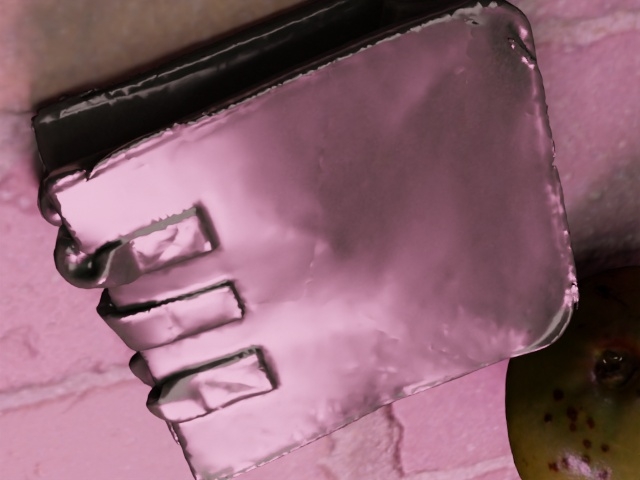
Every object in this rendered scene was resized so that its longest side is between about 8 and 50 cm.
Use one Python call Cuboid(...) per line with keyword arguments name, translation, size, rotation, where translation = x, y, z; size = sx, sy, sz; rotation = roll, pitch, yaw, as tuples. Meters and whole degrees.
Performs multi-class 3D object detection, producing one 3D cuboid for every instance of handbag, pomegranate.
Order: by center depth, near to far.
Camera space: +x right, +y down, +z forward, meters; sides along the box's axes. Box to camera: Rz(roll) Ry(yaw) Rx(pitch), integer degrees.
Cuboid(name="handbag", translation=(0.000, -0.001, 0.658), size=(0.260, 0.079, 0.248), rotation=(-23, 131, -7))
Cuboid(name="pomegranate", translation=(0.215, 0.117, 0.800), size=(0.181, 0.181, 0.224), rotation=(-36, 152, 4))
